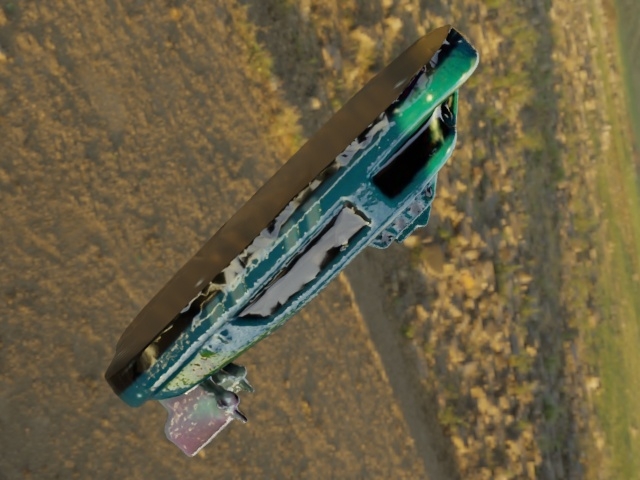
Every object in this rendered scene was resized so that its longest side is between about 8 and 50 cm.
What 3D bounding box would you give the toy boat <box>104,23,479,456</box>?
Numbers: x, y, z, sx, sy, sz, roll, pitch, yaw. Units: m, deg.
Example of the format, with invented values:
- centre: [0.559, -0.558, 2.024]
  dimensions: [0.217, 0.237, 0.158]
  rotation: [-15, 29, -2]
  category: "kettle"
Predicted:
- centre: [0.000, 0.000, 0.541]
  dimensions: [0.092, 0.299, 0.134]
  rotation: [45, 6, -10]
  category: "toy boat"
